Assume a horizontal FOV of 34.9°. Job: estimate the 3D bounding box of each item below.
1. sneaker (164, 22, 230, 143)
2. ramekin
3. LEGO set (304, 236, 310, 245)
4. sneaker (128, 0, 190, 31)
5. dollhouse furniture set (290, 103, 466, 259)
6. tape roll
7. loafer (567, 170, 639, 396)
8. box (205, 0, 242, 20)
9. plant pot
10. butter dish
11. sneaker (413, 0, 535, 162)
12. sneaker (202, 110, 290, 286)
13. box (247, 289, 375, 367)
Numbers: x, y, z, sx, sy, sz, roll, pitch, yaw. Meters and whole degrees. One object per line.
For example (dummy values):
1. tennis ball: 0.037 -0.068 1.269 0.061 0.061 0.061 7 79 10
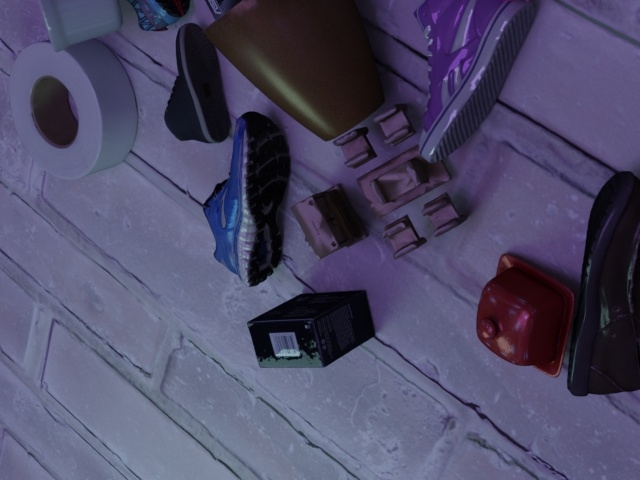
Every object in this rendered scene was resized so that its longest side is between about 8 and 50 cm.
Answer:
1. sneaker: -0.249 -0.283 1.866 0.118 0.083 0.222 2 110 39
2. ramekin: -0.451 -0.490 1.833 0.277 0.135 0.277 165 90 -80
3. LEGO set: 0.000 -0.003 1.820 0.083 0.023 0.054 -31 87 42
4. sneaker: -0.349 -0.497 1.847 0.125 0.104 0.262 -28 89 44
5. dollhouse furniture set: 0.097 -0.078 1.667 0.242 0.161 0.212 -29 89 20
6. tape roll: -0.505 -0.271 2.067 0.286 0.100 0.286 16 118 33
7. loafer: 0.436 0.068 1.448 0.130 0.134 0.366 8 125 12
8. box: -0.153 -0.495 1.728 0.184 0.045 0.190 -28 89 40
9. plant pot: -0.014 -0.294 1.603 0.237 0.237 0.254 -26 106 42
10. butter dish: 0.291 0.124 1.558 0.160 0.118 0.160 33 127 45
11. sneaker: 0.191 -0.265 1.518 0.161 0.102 0.282 39 117 25
12. sneaker: -0.151 -0.079 1.842 0.147 0.130 0.330 23 121 27
13. box: -0.015 0.157 1.806 0.156 0.158 0.093 -6 103 41
